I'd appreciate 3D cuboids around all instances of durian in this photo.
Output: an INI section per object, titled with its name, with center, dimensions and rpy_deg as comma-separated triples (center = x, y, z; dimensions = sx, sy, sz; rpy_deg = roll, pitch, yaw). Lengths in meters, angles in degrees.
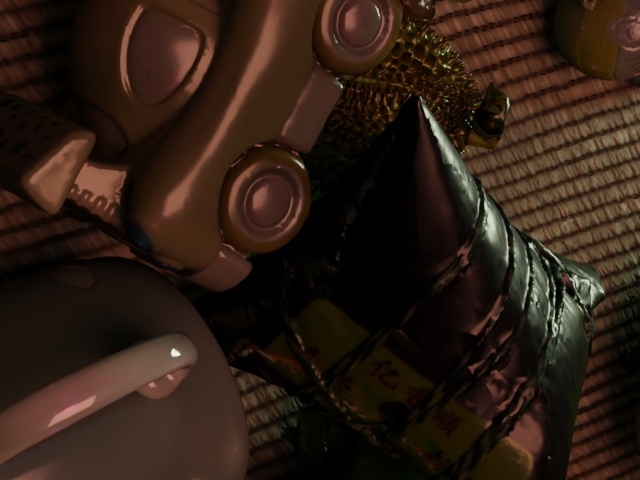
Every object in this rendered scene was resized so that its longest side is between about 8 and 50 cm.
[durian]
center = 0.053, -0.121, 1.624
dimensions = 0.198, 0.146, 0.159
rpy_deg = -21, 81, -16

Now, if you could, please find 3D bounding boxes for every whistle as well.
[whistle]
center = 0.313, -0.200, 1.812
dimensions = 0.223, 0.123, 0.123
rpy_deg = 29, 86, -52

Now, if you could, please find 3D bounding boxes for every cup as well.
[cup]
center = -0.200, 0.143, 1.404
dimensions = 0.274, 0.356, 0.259
rpy_deg = -26, 83, -30

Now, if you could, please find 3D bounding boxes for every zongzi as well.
[zongzi]
center = 0.102, 0.032, 1.521
dimensions = 0.383, 0.362, 0.319
rpy_deg = 20, 49, -14

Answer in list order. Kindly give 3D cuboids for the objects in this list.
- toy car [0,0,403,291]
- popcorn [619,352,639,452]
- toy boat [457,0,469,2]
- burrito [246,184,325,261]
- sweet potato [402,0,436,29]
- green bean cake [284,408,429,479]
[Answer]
[toy car]
center = -0.108, -0.155, 1.446
dimensions = 0.226, 0.242, 0.336
rpy_deg = 27, 89, -35
[popcorn]
center = 0.514, 0.159, 1.917
dimensions = 0.349, 0.381, 0.349
rpy_deg = -17, 113, -47
[toy boat]
center = 0.143, -0.309, 1.679
dimensions = 0.089, 0.071, 0.185
rpy_deg = -63, 146, -61
[burrito]
center = 0.000, 0.000, 1.679
dimensions = 0.288, 0.054, 0.104
rpy_deg = -16, 113, -31
[sweet potato]
center = 0.044, -0.286, 1.623
dimensions = 0.081, 0.062, 0.233
rpy_deg = -42, 123, -41
[green bean cake]
center = 0.067, 0.278, 1.664
dimensions = 0.300, 0.308, 0.169
rpy_deg = -15, 152, -32
